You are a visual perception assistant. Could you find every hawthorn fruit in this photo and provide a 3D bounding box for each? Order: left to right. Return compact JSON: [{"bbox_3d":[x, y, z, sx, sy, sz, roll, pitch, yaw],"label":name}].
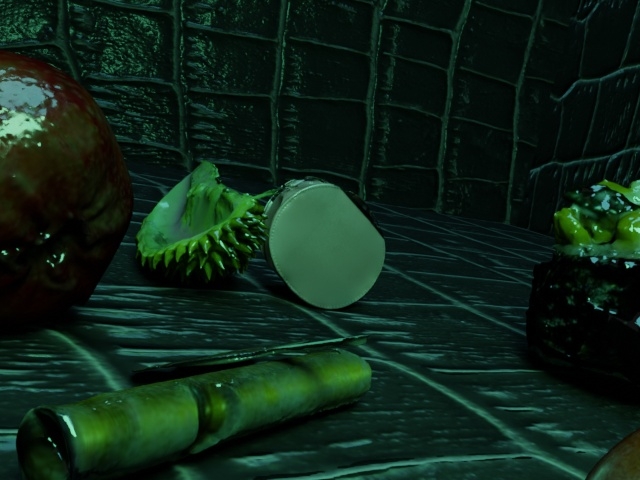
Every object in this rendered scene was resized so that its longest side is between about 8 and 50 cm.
[{"bbox_3d":[-0.336,-0.070,0.621,0.307,0.265,0.265,40,24,30],"label":"hawthorn fruit"}]

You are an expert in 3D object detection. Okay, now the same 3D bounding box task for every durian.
[{"bbox_3d":[-0.182,-0.029,0.942,0.158,0.169,0.356,9,8,-27],"label":"durian"}]

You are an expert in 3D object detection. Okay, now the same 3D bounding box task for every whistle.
[{"bbox_3d":[-0.070,0.127,0.499,0.068,0.057,0.327,-8,-5,35],"label":"whistle"}]

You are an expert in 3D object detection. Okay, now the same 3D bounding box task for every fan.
[{"bbox_3d":[-0.049,0.098,0.562,0.227,0.008,0.153,-14,-9,38],"label":"fan"}]

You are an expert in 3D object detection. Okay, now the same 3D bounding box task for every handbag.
[{"bbox_3d":[-0.001,0.000,0.964,0.205,0.179,0.116,47,-11,-25],"label":"handbag"}]

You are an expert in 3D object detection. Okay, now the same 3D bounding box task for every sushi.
[{"bbox_3d":[0.451,0.041,0.866,0.329,0.285,0.328,3,3,-35],"label":"sushi"}]

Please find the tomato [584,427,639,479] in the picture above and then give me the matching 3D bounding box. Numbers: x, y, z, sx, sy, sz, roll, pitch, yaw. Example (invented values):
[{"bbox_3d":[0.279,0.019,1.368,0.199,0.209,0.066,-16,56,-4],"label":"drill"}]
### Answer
[{"bbox_3d":[0.229,0.172,0.354,0.168,0.167,0.167,12,10,-2],"label":"tomato"}]
